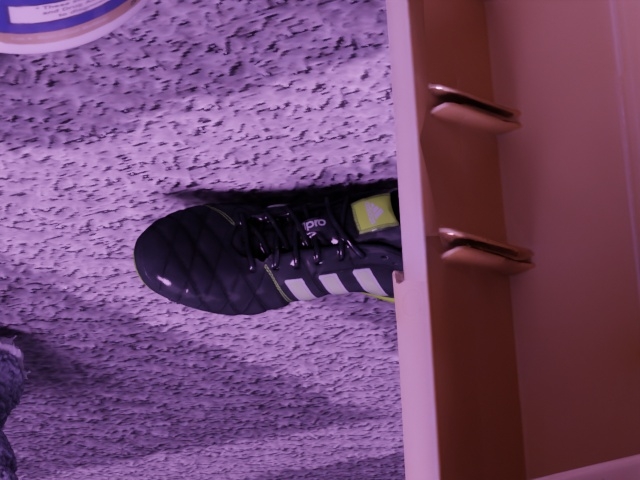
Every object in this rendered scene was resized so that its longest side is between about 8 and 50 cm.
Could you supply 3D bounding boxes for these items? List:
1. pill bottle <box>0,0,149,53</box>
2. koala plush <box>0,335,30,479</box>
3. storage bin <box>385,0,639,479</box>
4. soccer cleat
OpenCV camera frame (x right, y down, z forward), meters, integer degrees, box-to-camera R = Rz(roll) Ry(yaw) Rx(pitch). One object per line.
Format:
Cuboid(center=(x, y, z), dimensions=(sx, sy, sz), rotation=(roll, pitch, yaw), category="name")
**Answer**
Cuboid(center=(-0.081, -0.124, 0.469), dimensions=(0.094, 0.094, 0.169), rotation=(0, 160, -5), category="pill bottle")
Cuboid(center=(-0.264, 0.124, 1.007), dimensions=(0.221, 0.196, 0.203), rotation=(12, 146, -23), category="koala plush")
Cuboid(center=(0.103, -0.070, 0.390), dimensions=(0.123, 0.262, 0.260), rotation=(14, 154, -42), category="storage bin")
Cuboid(center=(0.000, 0.000, 0.876), dimensions=(0.179, 0.060, 0.072), rotation=(1, 151, -25), category="soccer cleat")
